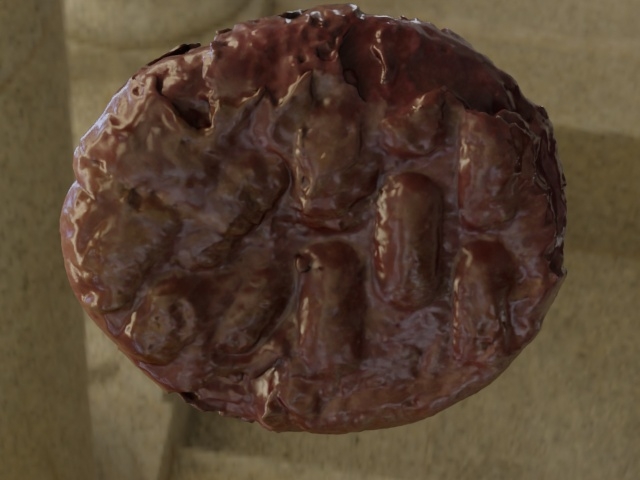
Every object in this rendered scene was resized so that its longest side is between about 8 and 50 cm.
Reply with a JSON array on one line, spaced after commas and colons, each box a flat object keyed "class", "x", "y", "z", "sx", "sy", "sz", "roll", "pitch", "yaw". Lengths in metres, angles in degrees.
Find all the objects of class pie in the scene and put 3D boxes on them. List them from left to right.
[{"class": "pie", "x": 0.000, "y": 0.000, "z": 0.487, "sx": 0.154, "sy": 0.154, "sz": 0.036, "roll": -2, "pitch": -145, "yaw": -4}]
